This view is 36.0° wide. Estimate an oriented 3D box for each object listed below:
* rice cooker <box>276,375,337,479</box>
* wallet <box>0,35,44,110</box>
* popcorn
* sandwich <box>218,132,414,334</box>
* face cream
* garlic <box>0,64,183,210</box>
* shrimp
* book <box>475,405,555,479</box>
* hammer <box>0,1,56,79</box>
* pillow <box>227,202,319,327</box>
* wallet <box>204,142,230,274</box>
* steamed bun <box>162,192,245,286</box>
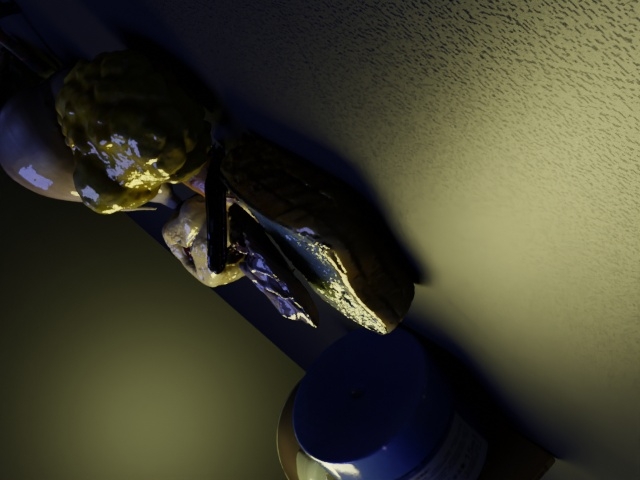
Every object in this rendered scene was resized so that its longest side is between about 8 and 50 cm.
[{"bbox_3d":[0.102,0.397,1.872,0.335,0.335,0.325,44,168,-16],"label":"rice cooker"},{"bbox_3d":[-0.556,-0.257,1.889,0.169,0.044,0.317,47,-164,-39],"label":"wallet"},{"bbox_3d":[-0.249,-0.133,1.249,0.226,0.203,0.200,30,174,10],"label":"popcorn"},{"bbox_3d":[-0.001,0.001,1.221,0.226,0.087,0.251,31,166,40],"label":"sandwich"},{"bbox_3d":[0.115,0.293,1.564,0.249,0.249,0.225,28,163,51],"label":"face cream"},{"bbox_3d":[-0.399,-0.140,1.682,0.340,0.231,0.246,47,167,-3],"label":"garlic"},{"bbox_3d":[-0.194,-0.114,1.535,0.287,0.063,0.152,37,180,15],"label":"shrimp"},{"bbox_3d":[0.161,0.431,1.589,0.269,0.389,0.032,29,159,52],"label":"book"},{"bbox_3d":[-0.523,-0.327,1.746,0.033,0.111,0.288,40,178,20],"label":"hammer"},{"bbox_3d":[-0.068,0.033,1.276,0.135,0.049,0.248,48,-176,-20],"label":"pillow"},{"bbox_3d":[-0.136,-0.050,1.310,0.031,0.122,0.232,1,-161,-5],"label":"wallet"},{"bbox_3d":[-0.185,-0.018,1.672,0.172,0.141,0.155,43,166,11],"label":"steamed bun"}]
